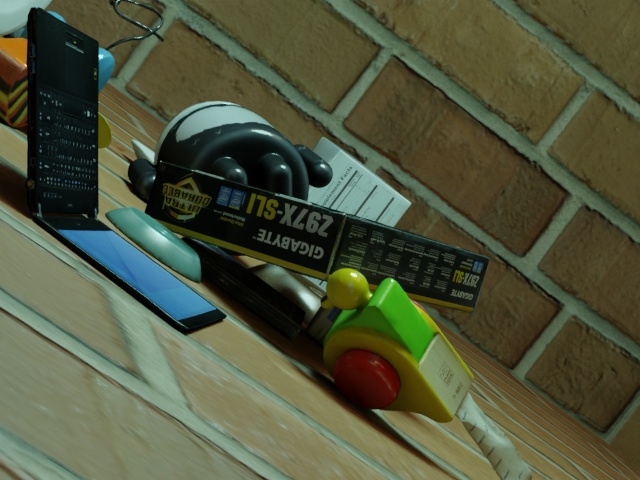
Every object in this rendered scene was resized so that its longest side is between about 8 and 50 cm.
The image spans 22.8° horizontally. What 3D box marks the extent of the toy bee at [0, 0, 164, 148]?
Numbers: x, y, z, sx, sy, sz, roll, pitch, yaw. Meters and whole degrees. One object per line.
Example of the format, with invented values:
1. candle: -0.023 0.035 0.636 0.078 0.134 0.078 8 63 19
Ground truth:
1. toy bee: -0.297 -0.170 1.830 0.298 0.162 0.195 -4 42 -46

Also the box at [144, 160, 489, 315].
1. box: 0.000 0.000 1.765 0.257 0.079 0.322 19 2 34

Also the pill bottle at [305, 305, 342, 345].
1. pill bottle: 0.058 0.116 1.849 0.137 0.078 0.078 37 3 -2

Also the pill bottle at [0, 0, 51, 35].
1. pill bottle: -0.565 -0.472 2.251 0.408 0.229 0.229 33 1 25

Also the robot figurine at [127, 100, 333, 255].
1. robot figurine: -0.116 -0.084 2.036 0.209 0.173 0.278 35 4 -25

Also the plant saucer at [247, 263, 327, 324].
1. plant saucer: -0.006 0.084 2.039 0.199 0.036 0.198 37 3 -3

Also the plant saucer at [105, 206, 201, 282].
1. plant saucer: -0.165 -0.001 1.622 0.119 0.021 0.119 36 3 -2

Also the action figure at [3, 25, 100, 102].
1. action figure: -0.449 -0.302 2.439 0.285 0.099 0.185 40 -6 -20

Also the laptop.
1. laptop: -0.163 -0.058 1.385 0.137 0.264 0.234 0 0 4

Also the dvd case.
1. dvd case: -0.088 0.047 1.803 0.164 0.018 0.221 37 3 0

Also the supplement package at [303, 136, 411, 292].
1. supplement package: 0.014 -0.039 2.586 0.145 0.204 0.262 36 3 -11

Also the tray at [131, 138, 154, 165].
1. tray: -0.168 -0.053 2.360 0.270 0.030 0.145 36 4 -25

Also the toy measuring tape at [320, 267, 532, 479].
1. toy measuring tape: 0.096 0.158 1.610 0.330 0.121 0.121 53 -4 -21
